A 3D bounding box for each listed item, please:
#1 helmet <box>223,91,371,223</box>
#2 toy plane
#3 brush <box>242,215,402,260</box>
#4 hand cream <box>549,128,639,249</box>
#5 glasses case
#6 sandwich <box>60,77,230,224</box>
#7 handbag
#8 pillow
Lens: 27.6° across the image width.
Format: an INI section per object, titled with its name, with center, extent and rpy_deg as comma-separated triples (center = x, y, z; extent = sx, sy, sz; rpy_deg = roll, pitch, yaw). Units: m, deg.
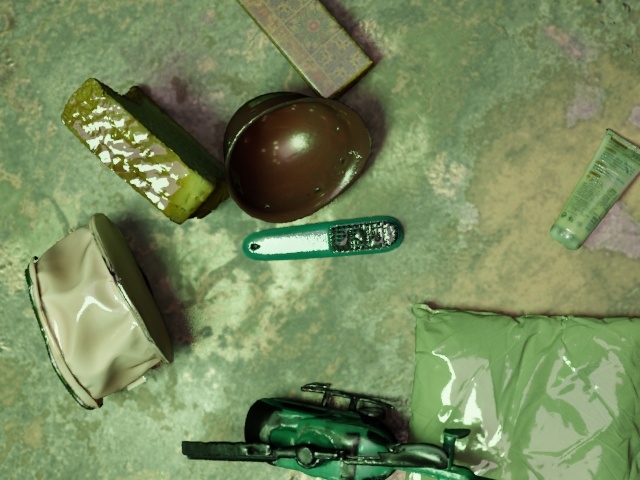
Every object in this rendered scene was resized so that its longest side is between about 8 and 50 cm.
[helmet]
center = -0.039, -0.115, 1.494
extent = 0.175, 0.106, 0.155
rpy_deg = -22, 127, -8
[toy plane]
center = 0.043, 0.237, 1.446
extent = 0.381, 0.155, 0.106
rpy_deg = 10, 95, 25
[brush]
center = 0.000, 0.000, 1.532
extent = 0.193, 0.032, 0.043
rpy_deg = -5, 92, 8
[hand cream]
center = 0.312, -0.055, 1.481
extent = 0.061, 0.039, 0.143
rpy_deg = 35, 88, 13
[glasses case]
center = -0.036, -0.262, 1.519
extent = 0.075, 0.049, 0.218
rpy_deg = -41, 86, 2
[sandwich]
center = -0.188, -0.100, 1.466
extent = 0.186, 0.214, 0.065
rpy_deg = 42, 96, 5
[handbag]
center = -0.257, 0.082, 1.507
extent = 0.116, 0.179, 0.205
rpy_deg = -26, 89, 2
[pillow]
center = 0.234, 0.216, 1.479
extent = 0.280, 0.076, 0.274
rpy_deg = 3, 91, 9
